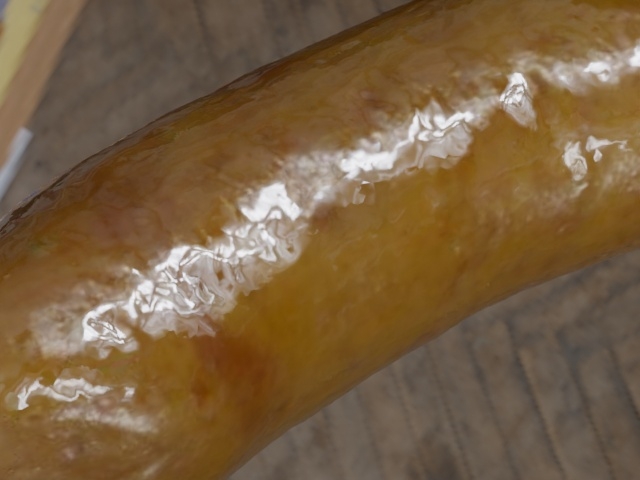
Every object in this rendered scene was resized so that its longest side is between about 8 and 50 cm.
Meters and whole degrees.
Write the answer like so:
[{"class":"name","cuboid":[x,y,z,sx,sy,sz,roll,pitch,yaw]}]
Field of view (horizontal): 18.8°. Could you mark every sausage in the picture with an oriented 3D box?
[{"class":"sausage","cuboid":[-0.001,-0.002,0.551,0.270,0.109,0.109,-29,41,-21]}]
